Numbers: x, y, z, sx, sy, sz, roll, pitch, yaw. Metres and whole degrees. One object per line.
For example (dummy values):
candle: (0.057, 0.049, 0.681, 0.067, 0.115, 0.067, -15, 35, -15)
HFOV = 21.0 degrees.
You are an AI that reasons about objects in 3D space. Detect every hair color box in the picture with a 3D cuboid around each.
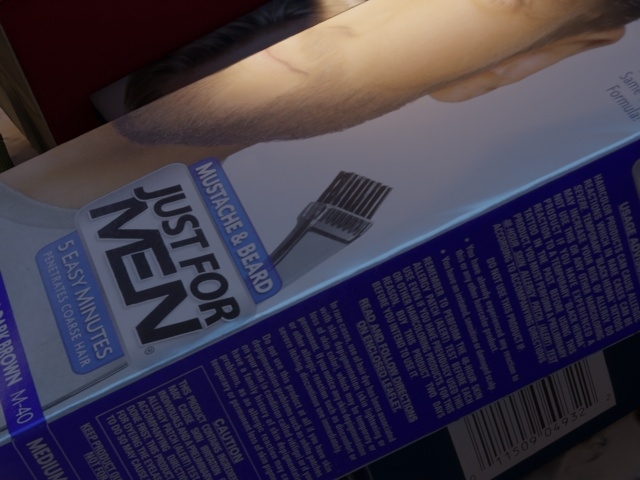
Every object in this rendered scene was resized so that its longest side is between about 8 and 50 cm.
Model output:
hair color box: (0.020, -0.009, 0.930, 0.174, 0.105, 0.347, -29, 38, -12)
hair color box: (0.000, 0.000, 0.757, 0.339, 0.110, 0.185, -25, 37, -4)

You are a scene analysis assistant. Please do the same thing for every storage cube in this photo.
storage cube: (-0.127, -0.163, 1.099, 0.193, 0.215, 0.183, -31, 49, -13)

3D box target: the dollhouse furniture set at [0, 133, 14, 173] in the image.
dollhouse furniture set: (-0.207, -0.018, 1.065, 0.059, 0.076, 0.151, -23, 38, -7)
